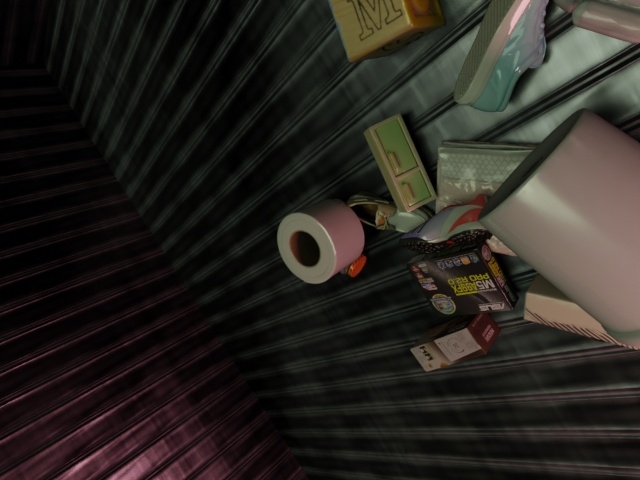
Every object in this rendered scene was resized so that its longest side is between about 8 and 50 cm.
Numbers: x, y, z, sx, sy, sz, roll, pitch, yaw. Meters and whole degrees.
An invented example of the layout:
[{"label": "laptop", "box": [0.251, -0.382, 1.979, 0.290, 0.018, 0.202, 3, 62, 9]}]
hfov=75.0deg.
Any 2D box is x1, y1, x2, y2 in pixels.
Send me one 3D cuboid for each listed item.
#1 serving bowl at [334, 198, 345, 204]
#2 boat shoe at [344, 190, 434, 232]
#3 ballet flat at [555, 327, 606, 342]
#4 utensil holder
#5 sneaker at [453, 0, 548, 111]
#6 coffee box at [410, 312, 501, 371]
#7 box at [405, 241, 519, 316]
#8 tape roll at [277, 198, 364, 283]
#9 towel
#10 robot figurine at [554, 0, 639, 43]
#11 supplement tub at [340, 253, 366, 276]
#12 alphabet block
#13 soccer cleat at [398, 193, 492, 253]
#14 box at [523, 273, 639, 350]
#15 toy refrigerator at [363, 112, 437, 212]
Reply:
[{"label": "serving bowl", "box": [0.069, -0.114, 1.520, 0.083, 0.027, 0.083, 21, 126, 32]}, {"label": "boat shoe", "box": [0.215, -0.077, 1.355, 0.302, 0.103, 0.113, 18, 124, 34]}, {"label": "ballet flat", "box": [0.693, 0.231, 1.136, 0.173, 0.049, 0.057, 11, 118, 38]}, {"label": "utensil holder", "box": [0.582, -0.034, 0.861, 0.385, 0.327, 0.327, 42, 134, 8]}, {"label": "sneaker", "box": [0.449, -0.469, 0.942, 0.150, 0.135, 0.366, 16, 122, -13]}, {"label": "coffee box", "box": [0.434, 0.324, 1.355, 0.098, 0.141, 0.246, 55, 137, 4]}, {"label": "box", "box": [0.423, 0.123, 1.272, 0.270, 0.060, 0.216, -19, 107, 52]}, {"label": "tape roll", "box": [0.000, 0.000, 1.384, 0.246, 0.169, 0.246, 17, 119, 33]}, {"label": "towel", "box": [0.475, -0.110, 1.143, 0.332, 0.053, 0.317, 12, 121, 38]}, {"label": "robot figurine", "box": [0.568, -0.487, 0.730, 0.353, 0.300, 0.200, 29, 172, 20]}, {"label": "supplement tub", "box": [0.069, 0.047, 1.546, 0.190, 0.117, 0.117, 34, 131, 23]}, {"label": "alphabet block", "box": [0.165, -0.592, 1.055, 0.197, 0.192, 0.193, -10, 108, 46]}, {"label": "soccer cleat", "box": [0.353, -0.038, 1.199, 0.318, 0.109, 0.116, -20, 57, 57]}, {"label": "box", "box": [0.685, 0.178, 1.072, 0.275, 0.113, 0.094, 13, 122, 38]}, {"label": "toy refrigerator", "box": [0.236, -0.225, 1.232, 0.094, 0.102, 0.269, -144, 29, -82]}]
